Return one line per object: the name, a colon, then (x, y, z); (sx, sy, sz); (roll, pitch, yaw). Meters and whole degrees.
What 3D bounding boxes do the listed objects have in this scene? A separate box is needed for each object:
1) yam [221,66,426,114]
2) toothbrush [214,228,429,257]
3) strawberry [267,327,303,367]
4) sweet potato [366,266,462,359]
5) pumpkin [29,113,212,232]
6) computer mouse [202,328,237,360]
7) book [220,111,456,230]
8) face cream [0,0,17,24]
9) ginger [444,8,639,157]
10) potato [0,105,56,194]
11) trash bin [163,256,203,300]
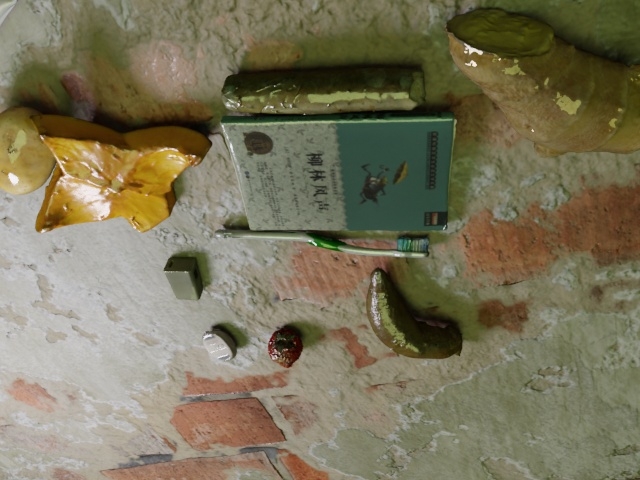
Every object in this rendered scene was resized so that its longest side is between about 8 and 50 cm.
yam: (0.004, -0.233, 0.935); (0.317, 0.067, 0.071); (2, 93, 11)
toothbrush: (0.000, 0.005, 1.157); (0.418, 0.042, 0.040); (3, 101, 6)
strawberry: (-0.080, 0.248, 1.357); (0.083, 0.083, 0.096); (11, 140, 0)
sweet potato: (0.180, 0.177, 1.242); (0.310, 0.098, 0.124); (39, 103, -21)
pumpkin: (-0.354, -0.108, 1.063); (0.290, 0.095, 0.258); (4, 137, -16)
computer mouse: (-0.233, 0.240, 1.400); (0.066, 0.039, 0.096); (-19, 117, 23)
book: (0.036, -0.111, 1.043); (0.379, 0.031, 0.264); (0, 139, 9)
face cream: (-0.568, -0.326, 0.962); (0.092, 0.058, 0.243); (36, 120, -15)
ginger: (0.330, -0.222, 0.862); (0.354, 0.126, 0.190); (30, 139, -12)
potato: (-0.529, -0.159, 1.060); (0.118, 0.109, 0.178); (40, 122, 2)
trash bin: (-0.288, 0.082, 1.272); (0.061, 0.043, 0.092); (1, 134, 8)
